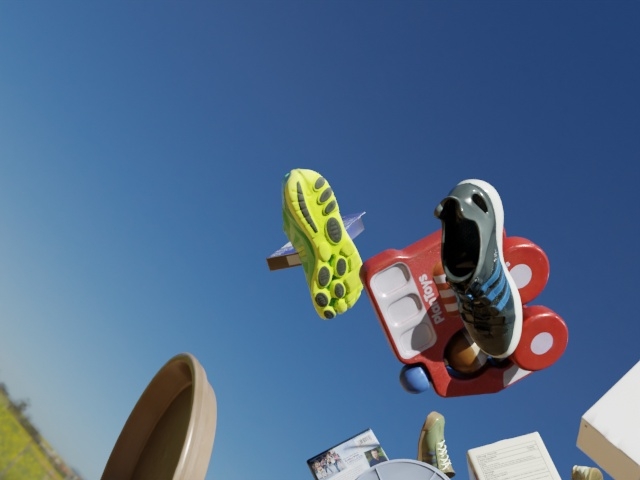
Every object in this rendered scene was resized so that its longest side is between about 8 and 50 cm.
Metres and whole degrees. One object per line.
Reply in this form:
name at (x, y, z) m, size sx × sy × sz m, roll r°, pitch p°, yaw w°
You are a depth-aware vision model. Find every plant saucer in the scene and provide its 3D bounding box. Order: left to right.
plant saucer at (-0.182, 0.254, 0.914) m, size 0.041 × 0.278 × 0.278 m, roll 26°, pitch -14°, yaw -21°

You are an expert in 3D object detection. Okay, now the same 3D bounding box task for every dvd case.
dvd case at (0.095, 0.586, 2.047) m, size 0.253 × 0.180 × 0.022 m, roll 57°, pitch -11°, yaw 42°

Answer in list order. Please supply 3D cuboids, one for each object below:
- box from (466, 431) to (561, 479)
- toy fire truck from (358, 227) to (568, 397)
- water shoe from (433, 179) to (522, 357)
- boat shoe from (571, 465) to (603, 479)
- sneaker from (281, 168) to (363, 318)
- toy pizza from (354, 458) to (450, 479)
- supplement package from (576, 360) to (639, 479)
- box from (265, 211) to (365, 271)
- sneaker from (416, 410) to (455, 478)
box at (0.382, 0.503, 1.615) m, size 0.232 × 0.148 × 0.127 m, roll -106°, pitch -178°, yaw -51°
toy fire truck at (0.212, 0.111, 1.303) m, size 0.302 × 0.253 × 0.169 m, roll 67°, pitch -7°, yaw -26°
water shoe at (0.157, 0.040, 0.906) m, size 0.072 × 0.080 × 0.203 m, roll 1°, pitch -69°, yaw 41°
boat shoe at (0.428, 0.451, 1.422) m, size 0.056 × 0.153 × 0.048 m, roll 24°, pitch -19°, yaw -35°
sneaker at (0.000, 0.003, 1.570) m, size 0.123 × 0.109 × 0.296 m, roll -138°, pitch -149°, yaw -66°
toy pizza at (0.117, 0.422, 1.268) m, size 0.201 × 0.201 × 0.032 m, roll 32°, pitch -20°, yaw 36°
supplement package at (0.762, 0.409, 1.999) m, size 0.177 × 0.293 × 0.175 m, roll 42°, pitch -19°, yaw 32°
box at (0.000, 0.000, 1.772) m, size 0.136 × 0.225 × 0.037 m, roll -12°, pitch -75°, yaw 31°
sneaker at (0.241, 0.450, 1.748) m, size 0.086 × 0.064 × 0.192 m, roll 23°, pitch -72°, yaw 35°
